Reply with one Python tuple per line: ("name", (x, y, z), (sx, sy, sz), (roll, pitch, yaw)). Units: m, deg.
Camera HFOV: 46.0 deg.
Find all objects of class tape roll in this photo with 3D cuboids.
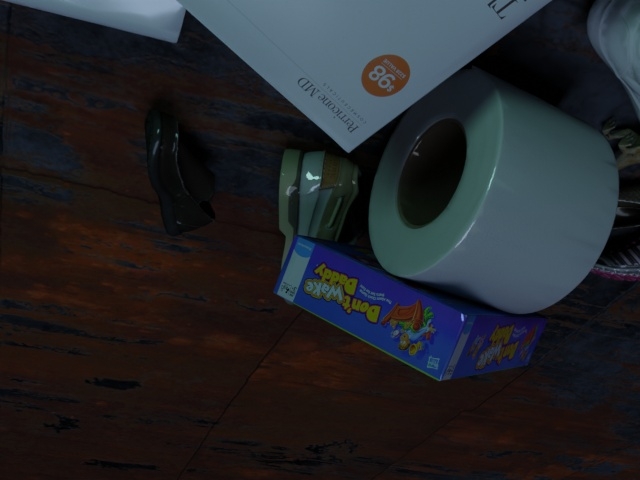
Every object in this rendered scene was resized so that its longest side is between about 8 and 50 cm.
("tape roll", (0.190, -0.052, 0.869), (0.169, 0.246, 0.246), (19, 140, -24))

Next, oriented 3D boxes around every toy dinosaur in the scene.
("toy dinosaur", (0.398, -0.117, 0.944), (0.092, 0.053, 0.183), (24, 138, -32))

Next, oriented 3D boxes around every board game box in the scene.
("board game box", (0.133, 0.085, 0.983), (0.233, 0.078, 0.347), (25, -172, 30))

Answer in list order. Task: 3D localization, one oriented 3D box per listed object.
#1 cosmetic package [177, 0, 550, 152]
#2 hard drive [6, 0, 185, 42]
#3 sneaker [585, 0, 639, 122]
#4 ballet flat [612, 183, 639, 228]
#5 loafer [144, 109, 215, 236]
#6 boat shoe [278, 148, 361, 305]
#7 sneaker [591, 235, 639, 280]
("cosmetic package", (0.008, -0.279, 0.615), (0.284, 0.097, 0.377), (-34, 130, 25))
("hard drive", (-0.255, -0.303, 0.634), (0.318, 0.040, 0.210), (10, 130, -20))
("sneaker", (0.412, -0.143, 0.788), (0.292, 0.169, 0.108), (28, 106, -33))
("ballet flat", (0.395, -0.038, 1.050), (0.249, 0.058, 0.084), (-7, 143, 9))
("loafer", (-0.176, -0.088, 0.970), (0.078, 0.080, 0.220), (-8, 150, -6))
("boat shoe", (0.000, 0.000, 1.053), (0.103, 0.113, 0.302), (4, 144, 3))
("sneaker", (0.478, 0.021, 1.138), (0.170, 0.075, 0.063), (2, 170, 36))
